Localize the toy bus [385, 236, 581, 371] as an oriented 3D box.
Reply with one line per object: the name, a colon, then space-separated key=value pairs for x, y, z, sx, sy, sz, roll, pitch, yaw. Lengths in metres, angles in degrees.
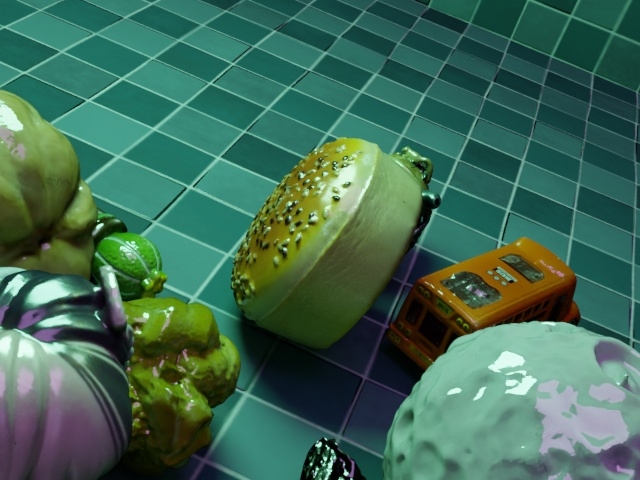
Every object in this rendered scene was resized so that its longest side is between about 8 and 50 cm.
toy bus: x=0.256 y=0.094 z=1.323 sx=0.329 sy=0.153 sz=0.143 roll=-15 pitch=45 yaw=-43

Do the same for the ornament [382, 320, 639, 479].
ornament: x=0.232 y=0.240 z=0.947 sx=0.337 sy=0.337 sz=0.337 roll=14 pitch=33 yaw=-9

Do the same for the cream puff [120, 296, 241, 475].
cream puff: x=-0.187 y=0.158 z=0.973 sx=0.221 sy=0.194 sz=0.194 roll=-2 pitch=39 yaw=-25

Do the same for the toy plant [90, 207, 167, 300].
toy plant: x=-0.272 y=0.021 z=1.200 sx=0.162 sy=0.092 sz=0.093 roll=33 pitch=34 yaw=14

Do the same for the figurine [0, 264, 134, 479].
figurine: x=-0.285 y=0.181 z=0.719 sx=0.211 sy=0.361 sz=0.253 roll=24 pitch=34 yaw=-15

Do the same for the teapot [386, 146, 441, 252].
teapot: x=0.093 y=-0.067 z=1.438 sx=0.182 sy=0.173 sz=0.269 roll=-40 pitch=24 yaw=-13

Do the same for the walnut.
walnut: x=-0.413 y=-0.022 z=0.990 sx=0.344 sy=0.306 sz=0.306 roll=12 pitch=23 yaw=38

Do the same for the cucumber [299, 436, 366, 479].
cucumber: x=-0.014 y=0.327 z=0.903 sx=0.072 sy=0.081 sz=0.303 roll=-16 pitch=27 yaw=25

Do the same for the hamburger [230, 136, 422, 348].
hamburger: x=0.000 y=0.000 z=1.209 sx=0.176 sy=0.300 sz=0.300 roll=35 pitch=32 yaw=-7
